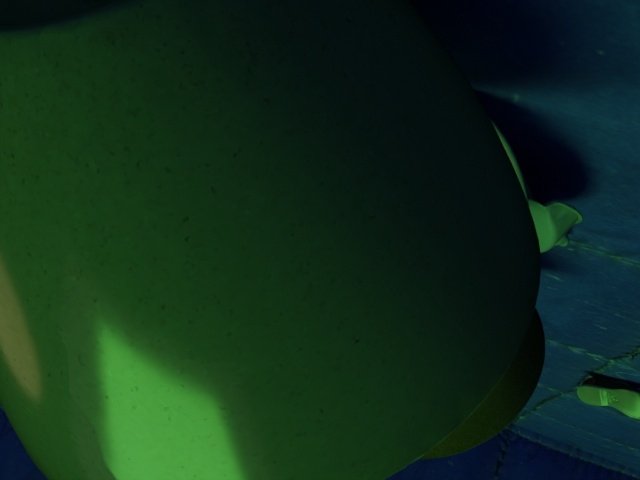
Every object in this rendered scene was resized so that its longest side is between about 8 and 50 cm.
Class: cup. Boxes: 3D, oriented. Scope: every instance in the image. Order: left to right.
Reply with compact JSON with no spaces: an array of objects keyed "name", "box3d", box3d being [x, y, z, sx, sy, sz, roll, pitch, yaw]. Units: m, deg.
[{"name":"cup","box3d":[-0.064,-0.054,0.497,0.331,0.331,0.237,14,140,34]}]

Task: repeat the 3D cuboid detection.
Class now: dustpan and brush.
[{"name":"dustpan and brush","box3d":[0.162,-0.026,0.764,0.147,0.060,0.211,28,168,37]}]

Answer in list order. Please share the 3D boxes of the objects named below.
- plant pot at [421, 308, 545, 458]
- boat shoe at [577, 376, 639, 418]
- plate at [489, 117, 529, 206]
[{"name":"plant pot","box3d":[0.072,0.052,0.915,0.237,0.237,0.254,13,152,37]},{"name":"boat shoe","box3d":[0.468,0.240,1.444,0.137,0.049,0.043,7,-156,44]},{"name":"plate","box3d":[0.065,-0.021,0.675,0.188,0.188,0.024,15,-166,30]}]
